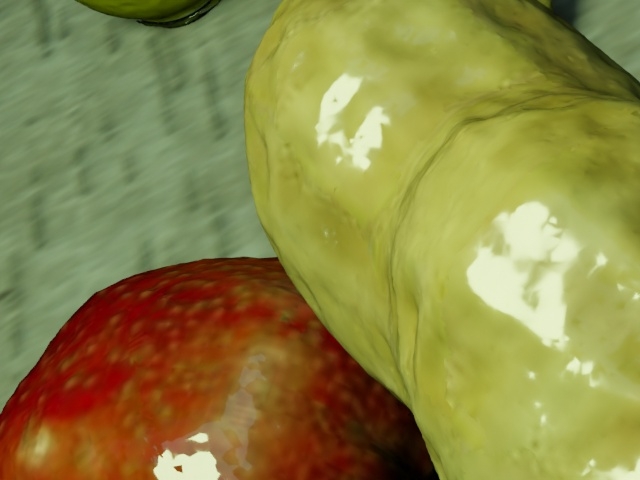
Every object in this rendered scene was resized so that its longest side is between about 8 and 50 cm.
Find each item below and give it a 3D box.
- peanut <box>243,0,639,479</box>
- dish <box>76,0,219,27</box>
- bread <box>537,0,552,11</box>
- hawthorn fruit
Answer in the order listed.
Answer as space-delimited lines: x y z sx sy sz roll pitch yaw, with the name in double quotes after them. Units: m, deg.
0.089 0.019 0.647 0.169 0.192 0.387 -48 45 5 "peanut"
-0.117 -0.213 1.278 0.207 0.080 0.149 22 69 42 "dish"
0.091 -0.023 1.009 0.077 0.084 0.367 123 157 -56 "bread"
-0.050 0.134 0.846 0.300 0.254 0.254 -11 52 43 "hawthorn fruit"
